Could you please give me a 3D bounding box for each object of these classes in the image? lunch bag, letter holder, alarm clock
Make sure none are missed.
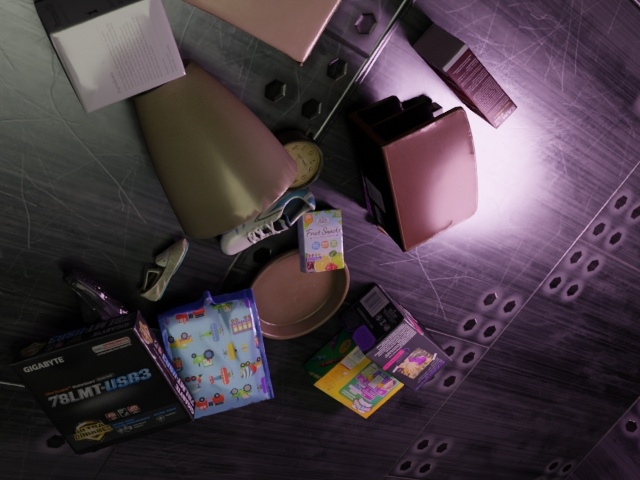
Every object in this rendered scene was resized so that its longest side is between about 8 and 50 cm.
[{"bbox_3d":[-0.245,0.247,1.788,0.221,0.138,0.293,-13,123,-12],"label":"lunch bag"},{"bbox_3d":[0.214,-0.165,1.693,0.215,0.152,0.301,-27,132,-10],"label":"letter holder"},{"bbox_3d":[-0.078,-0.159,1.646,0.192,0.064,0.129,-37,134,-3],"label":"alarm clock"}]

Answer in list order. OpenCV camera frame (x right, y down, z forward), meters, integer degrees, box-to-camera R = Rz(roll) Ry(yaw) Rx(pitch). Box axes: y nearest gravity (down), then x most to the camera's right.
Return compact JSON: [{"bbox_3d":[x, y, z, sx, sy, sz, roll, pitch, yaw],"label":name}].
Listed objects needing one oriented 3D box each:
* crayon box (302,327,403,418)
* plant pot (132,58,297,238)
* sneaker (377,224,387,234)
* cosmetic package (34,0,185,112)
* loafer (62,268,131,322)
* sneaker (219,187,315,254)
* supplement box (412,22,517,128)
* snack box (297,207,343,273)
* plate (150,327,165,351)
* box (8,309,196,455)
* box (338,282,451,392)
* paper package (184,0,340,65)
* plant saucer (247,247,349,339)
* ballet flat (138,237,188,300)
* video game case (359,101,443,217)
[{"bbox_3d":[0.099,0.370,2.137,0.165,0.081,0.278,-43,133,6],"label":"crayon box"},{"bbox_3d":[-0.220,-0.188,1.444,0.257,0.256,0.274,-33,118,-3],"label":"plant pot"},{"bbox_3d":[0.221,-0.037,1.913,0.175,0.064,0.067,10,108,-38],"label":"sneaker"},{"bbox_3d":[-0.351,-0.337,1.295,0.184,0.151,0.151,-25,132,-13],"label":"cosmetic package"},{"bbox_3d":[-0.476,0.141,1.638,0.078,0.076,0.223,-41,138,-7],"label":"loafer"},{"bbox_3d":[-0.118,-0.041,1.699,0.237,0.086,0.085,-35,135,0],"label":"sneaker"},{"bbox_3d":[0.315,-0.354,1.677,0.073,0.130,0.239,-48,132,9],"label":"supplement box"},{"bbox_3d":[0.000,0.000,1.792,0.100,0.037,0.141,-7,100,-27],"label":"snack box"},{"bbox_3d":[-0.429,0.271,1.801,0.188,0.024,0.188,-16,130,-20],"label":"plate"},{"bbox_3d":[-0.465,0.315,1.682,0.296,0.073,0.293,-17,123,8],"label":"box"},{"bbox_3d":[0.200,0.261,2.054,0.143,0.165,0.270,-43,134,6],"label":"box"},{"bbox_3d":[-0.088,-0.516,1.300,0.310,0.168,0.324,19,114,-38],"label":"paper package"},{"bbox_3d":[-0.060,0.124,1.889,0.278,0.041,0.277,-15,129,-19],"label":"plant saucer"},{"bbox_3d":[-0.343,0.063,1.672,0.052,0.057,0.168,20,112,-28],"label":"ballet flat"},{"bbox_3d":[0.194,-0.184,1.797,0.210,0.042,0.232,-24,132,-12],"label":"video game case"}]
